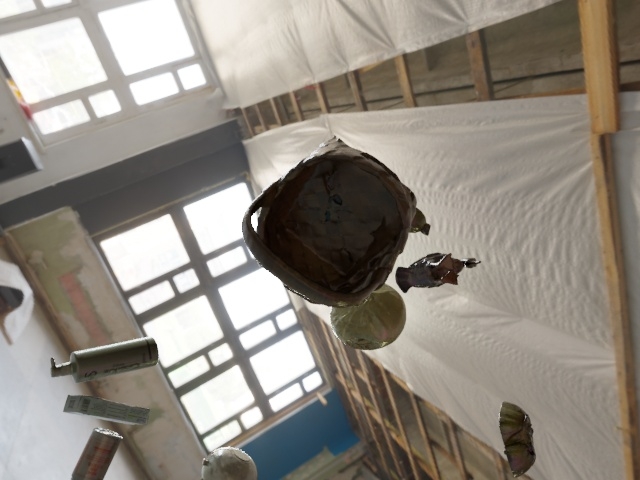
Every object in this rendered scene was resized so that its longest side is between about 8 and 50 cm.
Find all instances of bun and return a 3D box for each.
[{"bbox_3d":[0.208,0.321,2.083,0.364,0.364,0.202,48,-9,40],"label":"bun"}]

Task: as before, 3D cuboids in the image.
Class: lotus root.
[{"bbox_3d":[0.573,0.562,1.289,0.077,0.203,0.184,-18,-81,30],"label":"lotus root"},{"bbox_3d":[0.269,-0.075,1.410,0.182,0.077,0.090,27,-20,-13],"label":"lotus root"}]

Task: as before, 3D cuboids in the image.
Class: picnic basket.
[{"bbox_3d":[0.000,0.000,0.844,0.293,0.337,0.337,37,-21,3],"label":"picnic basket"}]

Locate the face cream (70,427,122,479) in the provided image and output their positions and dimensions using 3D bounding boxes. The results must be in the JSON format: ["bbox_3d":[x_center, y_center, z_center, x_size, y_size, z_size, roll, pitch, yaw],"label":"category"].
[{"bbox_3d":[-0.745,0.748,1.457,0.101,0.252,0.101,17,-21,7],"label":"face cream"}]

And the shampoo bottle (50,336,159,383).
[{"bbox_3d":[-0.579,0.326,1.219,0.085,0.262,0.085,6,-82,49],"label":"shampoo bottle"}]

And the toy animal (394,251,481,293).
[{"bbox_3d":[0.399,0.104,1.548,0.185,0.298,0.122,-71,144,-85],"label":"toy animal"}]

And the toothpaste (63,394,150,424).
[{"bbox_3d":[-0.814,0.659,1.744,0.336,0.081,0.067,46,43,-50],"label":"toothpaste"}]

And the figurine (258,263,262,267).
[{"bbox_3d":[-0.168,0.041,1.391,0.047,0.059,0.106,57,8,-36],"label":"figurine"}]

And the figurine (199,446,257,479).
[{"bbox_3d":[-0.365,0.923,1.530,0.226,0.395,0.274,30,-11,-9],"label":"figurine"}]
